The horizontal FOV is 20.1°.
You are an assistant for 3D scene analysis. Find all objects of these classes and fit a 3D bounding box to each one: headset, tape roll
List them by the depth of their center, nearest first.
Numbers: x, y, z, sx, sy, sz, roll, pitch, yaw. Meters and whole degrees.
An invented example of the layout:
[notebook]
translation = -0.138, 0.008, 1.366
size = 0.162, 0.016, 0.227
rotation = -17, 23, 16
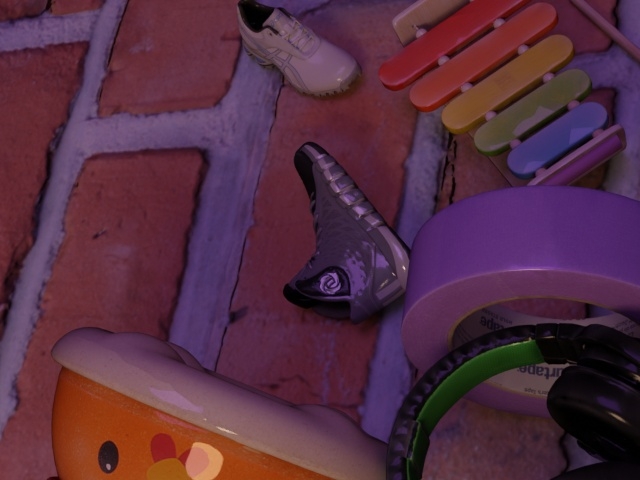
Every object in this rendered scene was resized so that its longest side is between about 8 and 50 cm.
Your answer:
[headset]
translation = 0.255, 0.204, 1.516
size = 0.394, 0.185, 0.243
rotation = 3, 60, 24
[tape roll]
translation = 0.213, 0.061, 1.632
size = 0.275, 0.275, 0.090
rotation = -6, 55, 21

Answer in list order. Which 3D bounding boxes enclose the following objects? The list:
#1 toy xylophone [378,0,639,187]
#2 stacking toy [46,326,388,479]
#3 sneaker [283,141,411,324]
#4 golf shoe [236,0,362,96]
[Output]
[toy xylophone]
translation = 0.223, -0.175, 1.917
size = 0.236, 0.081, 0.323
rotation = -40, 51, -6
[stacking toy]
translation = -0.152, 0.344, 1.641
size = 0.351, 0.351, 0.479
rotation = 18, 85, 33
[sneaker]
translation = 0.000, 0.000, 1.897
size = 0.132, 0.086, 0.228
rotation = -38, 51, -1
[golf shoe]
translation = -0.033, -0.223, 2.065
size = 0.176, 0.086, 0.069
rotation = 26, 70, 34
